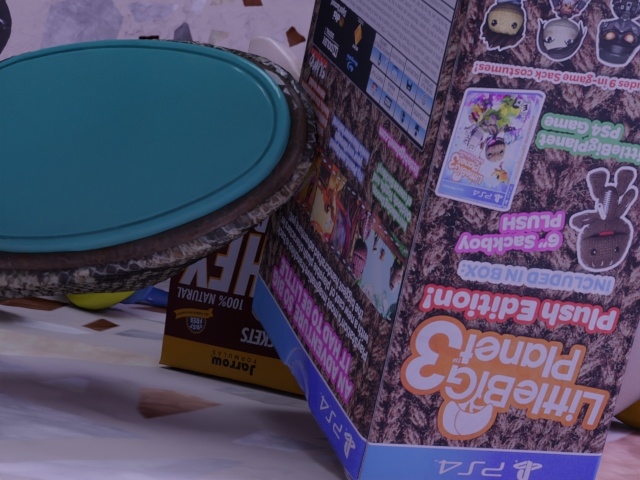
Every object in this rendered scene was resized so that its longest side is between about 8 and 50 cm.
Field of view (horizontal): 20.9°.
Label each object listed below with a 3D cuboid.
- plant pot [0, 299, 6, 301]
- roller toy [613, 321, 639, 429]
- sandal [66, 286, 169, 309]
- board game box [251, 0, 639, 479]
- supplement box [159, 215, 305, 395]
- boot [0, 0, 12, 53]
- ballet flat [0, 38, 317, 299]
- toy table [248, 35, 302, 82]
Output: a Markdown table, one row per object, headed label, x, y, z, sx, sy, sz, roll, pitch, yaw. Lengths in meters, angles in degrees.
| label | x | y | z | sx | sy | sz | roll | pitch | yaw |
| --- | --- | --- | --- | --- | --- | --- | --- | --- | --- |
| plant pot | -0.292 | 0.001 | 1.328 | 0.134 | 0.134 | 0.095 | 11 | 31 | 39 |
| roller toy | 0.178 | 0.017 | 1.168 | 0.209 | 0.191 | 0.146 | 40 | 43 | 24 |
| sandal | -0.185 | -0.039 | 1.564 | 0.138 | 0.126 | 0.317 | 17 | 32 | -35 |
| board game box | 0.080 | -0.040 | 0.967 | 0.141 | 0.291 | 0.232 | 6 | 20 | -19 |
| supplement box | 0.000 | 0.000 | 1.243 | 0.129 | 0.194 | 0.191 | 10 | 5 | 30 |
| boot | -0.426 | -0.050 | 1.367 | 0.138 | 0.377 | 0.284 | 44 | -38 | -10 |
| ballet flat | -0.225 | -0.022 | 1.092 | 0.483 | 0.164 | 0.182 | -7 | -26 | 10 |
| toy table | -0.005 | -0.071 | 1.702 | 0.161 | 0.274 | 0.252 | 2 | -14 | 30 |
